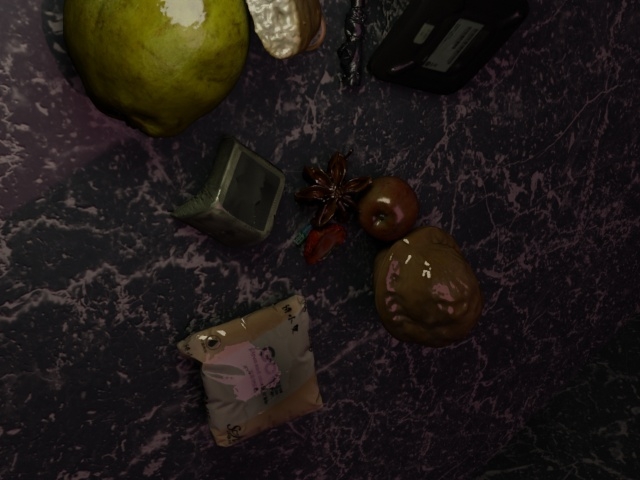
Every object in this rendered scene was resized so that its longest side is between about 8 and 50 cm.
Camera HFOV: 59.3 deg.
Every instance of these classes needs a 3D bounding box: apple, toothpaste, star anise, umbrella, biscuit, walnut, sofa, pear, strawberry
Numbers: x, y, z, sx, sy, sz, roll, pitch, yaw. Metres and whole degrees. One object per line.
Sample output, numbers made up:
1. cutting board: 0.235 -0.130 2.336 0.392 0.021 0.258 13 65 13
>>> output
1. apple: 0.193 -0.093 1.646 0.174 0.189 0.188 -52 148 -61
2. toothpaste: -0.045 -0.023 1.636 0.083 0.017 0.020 -50 130 -5
3. star anise: 0.033 -0.130 1.559 0.220 0.126 0.190 -24 80 -17
4. umbrella: 0.081 -0.516 1.460 0.072 0.080 0.224 6 108 1
5. biscuit: -0.089 -0.587 1.104 0.104 0.446 0.428 -15 109 18
6. walnut: 0.331 0.150 1.745 0.384 0.384 0.383 -15 119 -28
7. sofa: -0.224 -0.118 1.431 0.210 0.176 0.225 30 65 -40
8. pear: -0.299 -0.410 1.077 0.352 0.352 0.413 5 113 -36
9. strawberry: 0.000 0.000 1.608 0.146 0.082 0.187 -46 167 -9

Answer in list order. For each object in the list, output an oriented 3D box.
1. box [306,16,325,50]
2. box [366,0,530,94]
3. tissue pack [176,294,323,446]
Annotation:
1. box: -0.038 -0.523 1.389 0.106 0.037 0.105 -14 119 -27
2. box: 0.336 -0.539 1.492 0.351 0.090 0.359 -2 148 -37
3. tissue pack: -0.186 0.374 1.630 0.390 0.195 0.375 -20 109 -26
